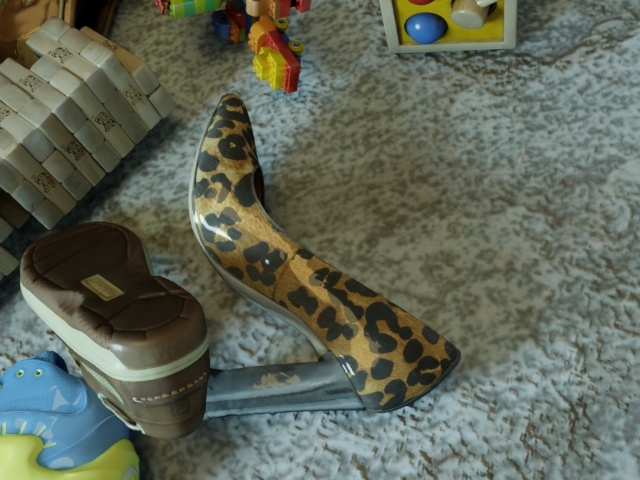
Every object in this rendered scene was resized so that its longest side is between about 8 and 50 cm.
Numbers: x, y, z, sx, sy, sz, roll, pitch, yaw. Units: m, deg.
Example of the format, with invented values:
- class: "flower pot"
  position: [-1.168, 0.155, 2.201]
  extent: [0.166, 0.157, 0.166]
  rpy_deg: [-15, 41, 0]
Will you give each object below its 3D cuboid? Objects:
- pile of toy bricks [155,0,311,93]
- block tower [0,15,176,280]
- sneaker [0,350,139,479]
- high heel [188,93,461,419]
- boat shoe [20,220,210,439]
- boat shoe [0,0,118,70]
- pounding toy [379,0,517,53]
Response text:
- class: "pile of toy bricks"
  position: [-0.097, -0.222, 0.699]
  extent: [0.105, 0.118, 0.212]
  rpy_deg: [-20, 60, -19]
- class: "block tower"
  position: [-0.278, -0.037, 0.650]
  extent: [0.097, 0.091, 0.335]
  rpy_deg: [33, 76, 31]
- class: "sneaker"
  position: [-0.243, 0.149, 0.591]
  extent: [0.240, 0.091, 0.126]
  rpy_deg: [1, 53, 6]
- class: "high heel"
  position: [0.000, 0.000, 0.597]
  extent: [0.186, 0.093, 0.261]
  rpy_deg: [-6, 71, 7]
- class: "boat shoe"
  position: [-0.152, 0.062, 0.577]
  extent: [0.095, 0.095, 0.257]
  rpy_deg: [-20, 25, -21]
- class: "boat shoe"
  position: [-0.220, -0.288, 0.776]
  extent: [0.119, 0.122, 0.324]
  rpy_deg: [13, 77, 12]
- class: "pounding toy"
  position: [0.118, -0.210, 0.645]
  extent: [0.141, 0.130, 0.100]
  rpy_deg: [1, 65, 13]
